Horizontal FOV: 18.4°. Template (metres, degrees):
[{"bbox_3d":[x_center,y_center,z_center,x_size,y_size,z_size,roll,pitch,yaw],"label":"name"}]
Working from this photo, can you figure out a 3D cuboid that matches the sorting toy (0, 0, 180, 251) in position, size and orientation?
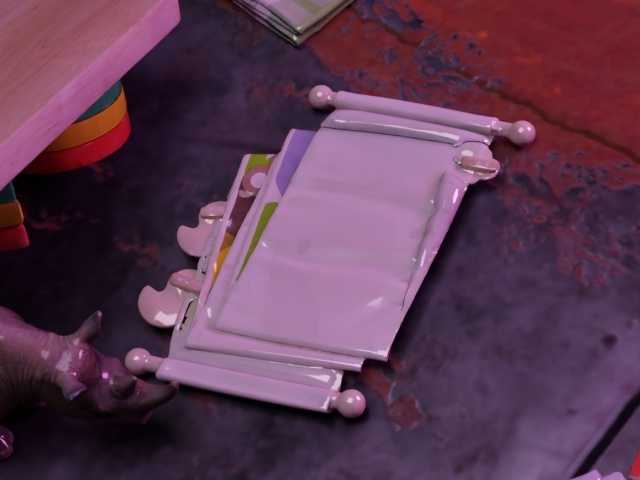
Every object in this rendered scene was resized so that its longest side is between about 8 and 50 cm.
[{"bbox_3d":[-0.246,-0.067,1.193,0.255,0.089,0.257,5,33,25],"label":"sorting toy"}]

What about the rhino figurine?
[{"bbox_3d":[-0.191,0.073,1.102,0.243,0.106,0.073,4,57,20],"label":"rhino figurine"}]

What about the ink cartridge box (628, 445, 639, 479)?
[{"bbox_3d":[0.323,0.018,1.011,0.261,0.066,0.296,12,59,23],"label":"ink cartridge box"}]

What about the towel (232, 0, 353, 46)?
[{"bbox_3d":[-0.026,-0.200,1.307,0.113,0.023,0.152,-43,54,-14],"label":"towel"}]

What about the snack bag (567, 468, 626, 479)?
[{"bbox_3d":[0.020,0.288,0.783,0.323,0.037,0.342,-22,56,9],"label":"snack bag"}]

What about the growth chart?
[{"bbox_3d":[0.000,0.000,1.152,0.172,0.021,0.237,17,61,28],"label":"growth chart"}]
